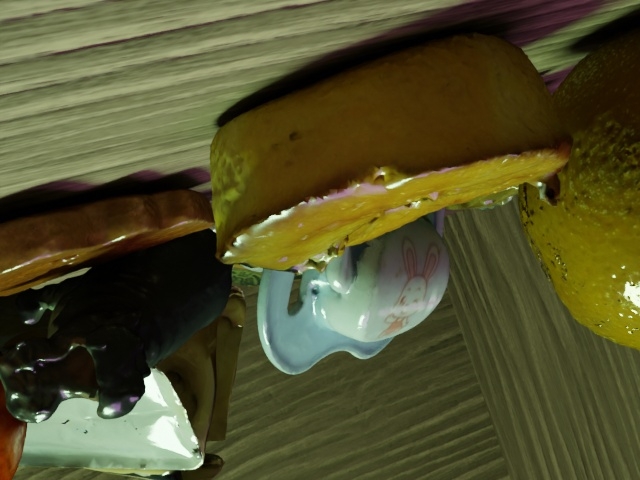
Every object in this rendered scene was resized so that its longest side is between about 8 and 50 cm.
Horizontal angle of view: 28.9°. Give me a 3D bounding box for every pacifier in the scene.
[{"bbox_3d":[0.000,0.000,1.205,0.225,0.238,0.287,17,-165,30],"label":"pacifier"}]

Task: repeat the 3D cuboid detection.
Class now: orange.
[{"bbox_3d":[0.288,-0.042,0.953,0.274,0.274,0.274,-18,177,-1],"label":"orange"}]

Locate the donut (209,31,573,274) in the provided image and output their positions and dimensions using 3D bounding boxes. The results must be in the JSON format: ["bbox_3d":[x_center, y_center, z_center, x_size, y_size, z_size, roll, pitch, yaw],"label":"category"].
[{"bbox_3d":[0.043,-0.048,0.795,0.253,0.118,0.253,-18,180,0],"label":"donut"}]

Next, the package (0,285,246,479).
[{"bbox_3d":[-0.246,0.155,1.291,0.311,0.165,0.221,-2,-159,19],"label":"package"}]

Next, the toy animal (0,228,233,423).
[{"bbox_3d":[-0.180,0.075,1.065,0.168,0.106,0.343,-14,-166,14],"label":"toy animal"}]

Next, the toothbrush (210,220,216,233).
[{"bbox_3d":[-0.115,-0.017,1.356,0.307,0.025,0.029,-19,-175,18],"label":"toothbrush"}]

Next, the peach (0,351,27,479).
[{"bbox_3d":[-0.395,0.169,1.081,0.280,0.238,0.281,4,146,3],"label":"peach"}]

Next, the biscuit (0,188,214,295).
[{"bbox_3d":[-0.207,0.004,0.961,0.306,0.043,0.284,-18,178,-42],"label":"biscuit"}]

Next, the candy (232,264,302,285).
[{"bbox_3d":[-0.038,0.003,1.552,0.271,0.101,0.143,-10,167,-32],"label":"candy"}]

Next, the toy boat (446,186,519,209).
[{"bbox_3d":[0.177,-0.086,1.208,0.115,0.089,0.310,-31,177,-5],"label":"toy boat"}]
